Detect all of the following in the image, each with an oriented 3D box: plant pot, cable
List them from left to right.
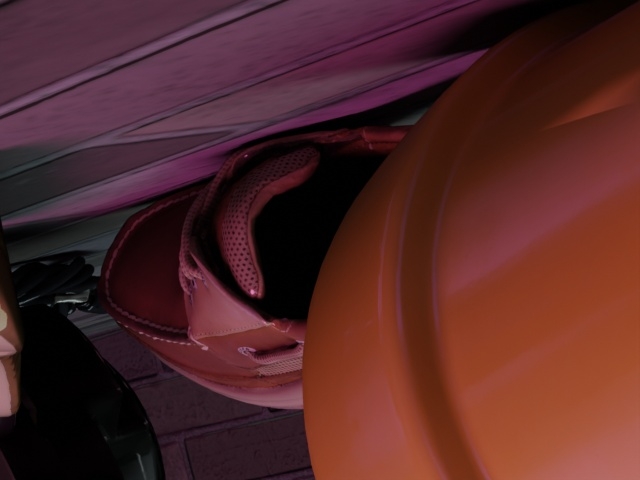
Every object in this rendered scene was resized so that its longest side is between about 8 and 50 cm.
[{"bbox_3d":[-0.221,0.053,1.143,0.184,0.047,0.150,-15,178,10],"label":"cable"},{"bbox_3d":[0.150,0.017,0.525,0.254,0.254,0.239,-14,163,-25],"label":"plant pot"}]

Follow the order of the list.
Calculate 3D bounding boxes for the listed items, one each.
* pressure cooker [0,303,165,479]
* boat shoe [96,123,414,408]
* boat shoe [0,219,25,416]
[{"bbox_3d":[-0.263,0.221,0.900,0.420,0.376,0.370,-12,174,-37],"label":"pressure cooker"},{"bbox_3d":[0.000,0.000,0.782,0.116,0.123,0.324,30,158,-36],"label":"boat shoe"},{"bbox_3d":[-0.148,0.025,0.676,0.073,0.080,0.223,-9,171,-11],"label":"boat shoe"}]
